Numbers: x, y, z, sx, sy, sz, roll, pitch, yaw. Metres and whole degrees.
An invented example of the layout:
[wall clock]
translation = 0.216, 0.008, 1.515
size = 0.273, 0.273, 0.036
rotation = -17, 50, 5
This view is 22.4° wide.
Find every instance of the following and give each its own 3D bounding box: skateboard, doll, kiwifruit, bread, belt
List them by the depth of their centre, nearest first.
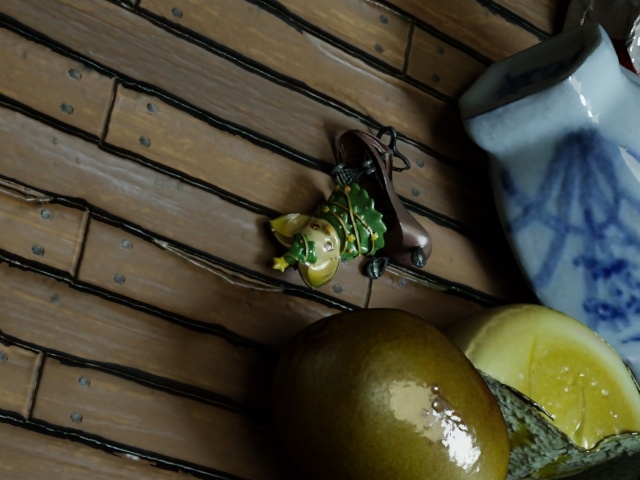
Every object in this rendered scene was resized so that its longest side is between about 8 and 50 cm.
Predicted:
[kiwifruit]
translation = 0.058, 0.162, 1.455
size = 0.196, 0.196, 0.234
rotation = -53, 123, -31
[doll]
translation = 0.001, 0.001, 1.526
size = 0.113, 0.076, 0.078
rotation = -32, 82, -9
[skateboard]
translation = 0.065, -0.043, 1.577
size = 0.080, 0.067, 0.151
rotation = -34, 105, -48
[bread]
translation = 0.214, 0.153, 1.629
size = 0.261, 0.158, 0.156
rotation = 37, 51, -14
[belt]
translation = 0.362, -0.254, 1.813
size = 0.201, 0.124, 0.128
rotation = -34, 128, -33

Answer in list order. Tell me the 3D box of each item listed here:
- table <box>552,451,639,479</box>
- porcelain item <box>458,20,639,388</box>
[table]
translation = 0.362, 0.377, 1.612
size = 0.222, 0.335, 0.272
rotation = -40, 112, -36
[porcelain item]
translation = 0.314, -0.015, 1.673
size = 0.405, 0.243, 0.178
rotation = 54, 37, -21
